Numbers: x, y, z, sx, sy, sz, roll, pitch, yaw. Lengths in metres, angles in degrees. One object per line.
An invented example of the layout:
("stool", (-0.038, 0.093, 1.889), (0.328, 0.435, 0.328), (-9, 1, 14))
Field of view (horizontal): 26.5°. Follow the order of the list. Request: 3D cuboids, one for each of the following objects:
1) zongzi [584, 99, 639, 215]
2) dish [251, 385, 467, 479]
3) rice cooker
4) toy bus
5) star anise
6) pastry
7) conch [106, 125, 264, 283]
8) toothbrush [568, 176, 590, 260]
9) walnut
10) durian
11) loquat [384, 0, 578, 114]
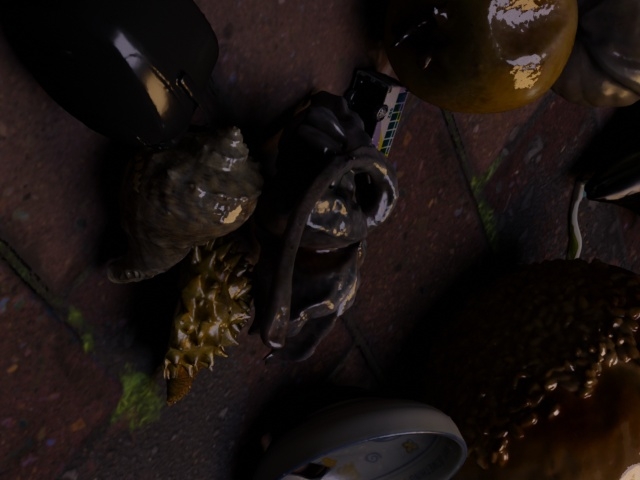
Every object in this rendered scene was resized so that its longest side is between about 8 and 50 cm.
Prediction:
("zongzi", (0.580, -0.129, 2.076), (0.383, 0.319, 0.362), (-40, 158, 3))
("dish", (0.033, 0.248, 1.695), (0.273, 0.133, 0.273), (-14, 148, -9))
("rice cooker", (-0.159, -0.154, 1.079), (0.118, 0.142, 0.203), (-63, 154, -17))
("toy bus", (0.057, -0.133, 1.476), (0.058, 0.052, 0.102), (-15, 130, -51))
("star anise", (0.000, 0.000, 1.317), (0.316, 0.139, 0.359), (84, 15, -60))
("pastry", (0.320, 0.192, 1.808), (0.409, 0.410, 0.245), (-44, 131, -23))
("conch", (-0.121, -0.030, 1.244), (0.155, 0.130, 0.207), (-6, 139, -48))
("toothbrush", (0.386, 0.013, 2.083), (0.026, 0.022, 0.263), (-23, 134, -27))
("walnut", (0.349, -0.277, 1.596), (0.248, 0.248, 0.248), (-34, 141, -34))
("durian", (-0.114, 0.091, 1.366), (0.140, 0.078, 0.224), (-88, -169, -51))
("loquat", (0.165, -0.232, 1.402), (0.213, 0.213, 0.213), (-34, 141, -34))
